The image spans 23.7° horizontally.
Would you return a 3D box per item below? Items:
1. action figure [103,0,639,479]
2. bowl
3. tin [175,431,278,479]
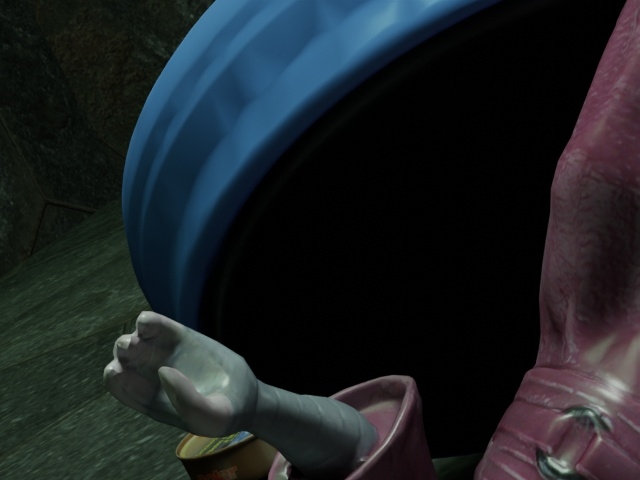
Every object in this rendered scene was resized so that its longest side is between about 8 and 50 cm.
[{"bbox_3d":[0.103,0.077,0.543,0.370,0.248,0.276,-52,-22,-6],"label":"action figure"},{"bbox_3d":[0.108,-0.024,0.711,0.391,0.077,0.391,-14,-36,-10],"label":"bowl"},{"bbox_3d":[-0.030,0.123,1.105,0.106,0.040,0.189,-16,14,33],"label":"tin"}]
